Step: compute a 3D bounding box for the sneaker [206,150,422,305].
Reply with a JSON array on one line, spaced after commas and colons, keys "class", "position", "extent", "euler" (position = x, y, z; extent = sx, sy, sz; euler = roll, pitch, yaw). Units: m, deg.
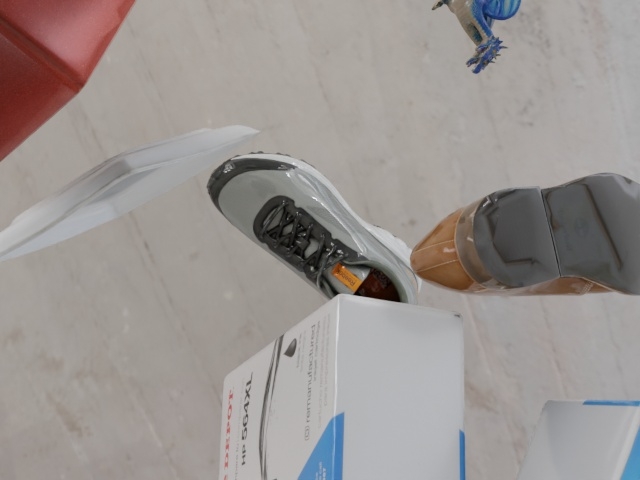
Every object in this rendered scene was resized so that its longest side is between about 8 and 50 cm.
[{"class": "sneaker", "position": [0.000, 0.000, 1.147], "extent": [0.271, 0.108, 0.100], "euler": [33, 111, -13]}]

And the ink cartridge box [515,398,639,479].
[{"class": "ink cartridge box", "position": [0.217, 0.158, 0.585], "extent": [0.190, 0.139, 0.082], "euler": [26, 79, -4]}]

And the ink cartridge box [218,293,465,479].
[{"class": "ink cartridge box", "position": [0.005, 0.135, 0.661], "extent": [0.085, 0.203, 0.148], "euler": [10, 66, -21]}]

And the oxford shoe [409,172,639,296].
[{"class": "oxford shoe", "position": [0.144, 0.001, 0.662], "extent": [0.212, 0.076, 0.076], "euler": [2, 76, -37]}]

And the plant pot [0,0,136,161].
[{"class": "plant pot", "position": [-0.406, -0.307, 1.391], "extent": [0.235, 0.267, 0.267], "euler": [37, 53, -22]}]

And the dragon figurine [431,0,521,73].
[{"class": "dragon figurine", "position": [0.291, -0.415, 1.874], "extent": [0.144, 0.085, 0.289], "euler": [39, 54, -12]}]

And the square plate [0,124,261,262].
[{"class": "square plate", "position": [-0.305, -0.078, 1.621], "extent": [0.347, 0.344, 0.049], "euler": [-26, 91, 31]}]
